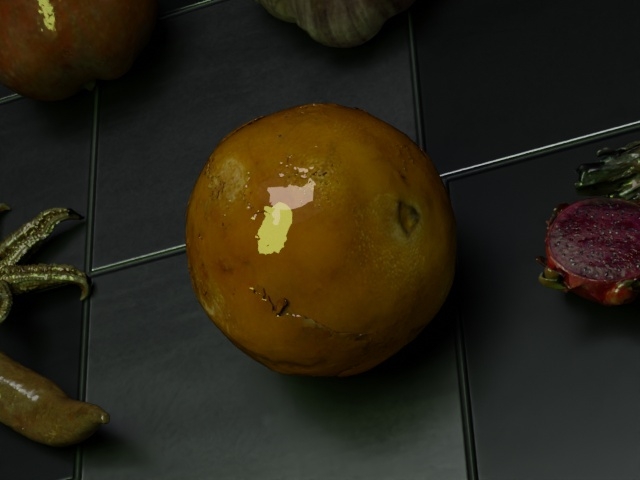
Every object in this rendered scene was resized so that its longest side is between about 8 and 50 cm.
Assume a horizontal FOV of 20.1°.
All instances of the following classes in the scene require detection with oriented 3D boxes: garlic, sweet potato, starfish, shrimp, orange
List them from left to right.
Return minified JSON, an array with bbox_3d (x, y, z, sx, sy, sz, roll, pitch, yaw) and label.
[{"bbox_3d":[-0.339,0.034,1.796,0.238,0.057,0.213,-21,35,-13],"label":"starfish"},{"bbox_3d":[-0.287,0.144,1.702,0.281,0.059,0.067,19,110,35],"label":"sweet potato"},{"bbox_3d":[0.000,0.000,1.557,0.240,0.240,0.240,-13,52,17],"label":"orange"},{"bbox_3d":[0.013,-0.318,1.827,0.245,0.160,0.245,-9,63,17],"label":"garlic"},{"bbox_3d":[0.325,-0.038,1.516,0.219,0.046,0.152,-7,49,-8],"label":"shrimp"}]

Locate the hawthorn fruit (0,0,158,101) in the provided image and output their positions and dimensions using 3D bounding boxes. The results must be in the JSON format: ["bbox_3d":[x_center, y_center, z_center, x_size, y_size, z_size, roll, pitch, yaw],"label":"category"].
[{"bbox_3d":[-0.287,-0.275,1.890,0.199,0.251,0.199,-22,20,8],"label":"hawthorn fruit"}]

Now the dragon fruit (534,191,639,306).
[{"bbox_3d":[0.244,0.017,1.537,0.112,0.068,0.126,13,48,14],"label":"dragon fruit"}]
